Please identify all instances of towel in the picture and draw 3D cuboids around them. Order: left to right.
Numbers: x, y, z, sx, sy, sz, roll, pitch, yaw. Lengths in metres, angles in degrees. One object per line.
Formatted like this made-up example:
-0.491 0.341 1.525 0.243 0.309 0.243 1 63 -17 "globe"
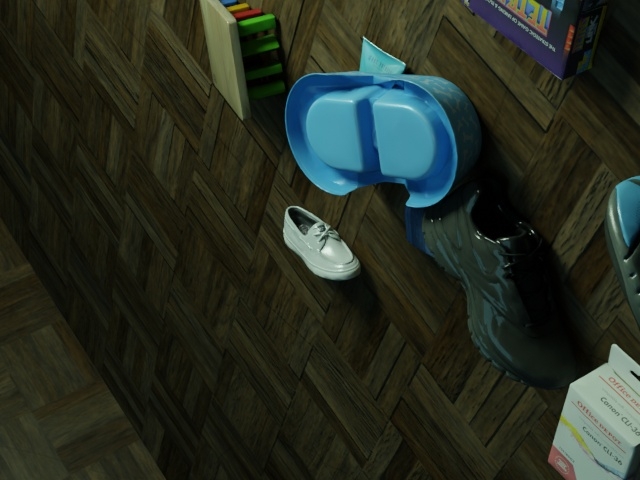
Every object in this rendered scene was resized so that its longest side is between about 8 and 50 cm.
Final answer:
0.159 -0.006 1.776 0.119 0.029 0.067 35 141 46 "towel"

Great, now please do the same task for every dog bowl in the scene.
0.082 -0.140 1.695 0.297 0.074 0.165 11 117 45 "dog bowl"

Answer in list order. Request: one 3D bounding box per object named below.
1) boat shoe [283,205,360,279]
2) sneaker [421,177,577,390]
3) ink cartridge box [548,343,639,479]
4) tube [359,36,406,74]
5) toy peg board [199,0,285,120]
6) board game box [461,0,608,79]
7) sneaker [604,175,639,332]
0.000 0.000 2.039 0.184 0.066 0.063 45 150 51 "boat shoe"
0.232 0.052 1.619 0.286 0.109 0.130 58 146 9 "sneaker"
0.351 0.233 1.591 0.115 0.067 0.198 45 147 35 "ink cartridge box"
0.072 -0.171 1.782 0.080 0.052 0.207 35 136 27 "tube"
-0.116 -0.291 2.000 0.160 0.079 0.161 -127 25 -56 "toy peg board"
0.229 -0.276 1.404 0.170 0.048 0.141 45 146 34 "board game box"
0.360 0.102 1.316 0.340 0.125 0.140 66 158 5 "sneaker"
